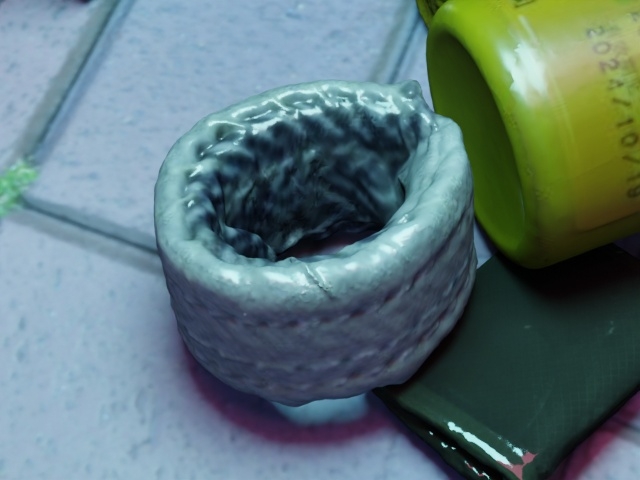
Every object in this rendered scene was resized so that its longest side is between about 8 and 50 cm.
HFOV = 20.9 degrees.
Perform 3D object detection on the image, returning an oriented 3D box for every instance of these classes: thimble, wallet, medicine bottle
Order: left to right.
[{"bbox_3d":[0.000,0.000,1.294,0.245,0.157,0.217,-33,53,-22],"label":"thimble"},{"bbox_3d":[0.168,0.084,1.337,0.168,0.052,0.245,37,58,27],"label":"wallet"},{"bbox_3d":[0.294,-0.139,1.350,0.384,0.224,0.224,-19,62,-9],"label":"medicine bottle"}]

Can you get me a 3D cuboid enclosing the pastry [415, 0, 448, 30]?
[{"bbox_3d":[0.169,-0.238,1.494,0.189,0.103,0.188,1,60,-2],"label":"pastry"}]
